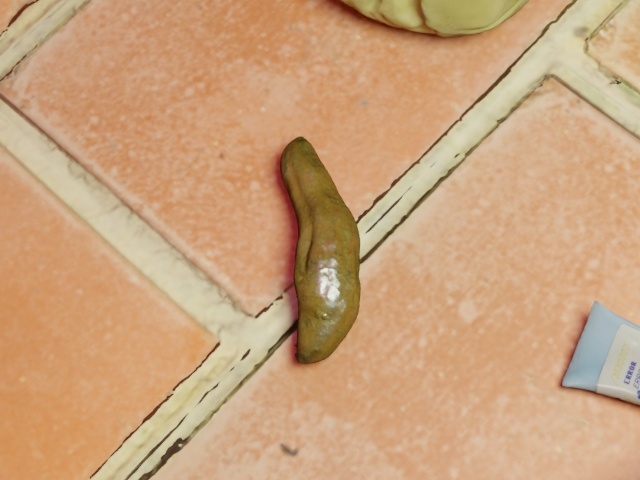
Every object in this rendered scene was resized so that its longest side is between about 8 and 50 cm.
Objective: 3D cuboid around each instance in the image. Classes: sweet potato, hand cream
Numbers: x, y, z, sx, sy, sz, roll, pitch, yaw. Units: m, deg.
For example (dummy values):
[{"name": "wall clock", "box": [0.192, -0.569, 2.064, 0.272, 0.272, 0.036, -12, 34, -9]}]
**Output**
[{"name": "sweet potato", "box": [0.002, -0.001, 0.957, 0.053, 0.054, 0.182, -3, 63, -5]}, {"name": "hand cream", "box": [0.255, 0.101, 0.890, 0.171, 0.043, 0.065, 22, 84, 15]}]

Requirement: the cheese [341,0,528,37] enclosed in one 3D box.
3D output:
[{"name": "cheese", "box": [0.094, -0.273, 1.040, 0.214, 0.117, 0.226, 22, 65, 18]}]
